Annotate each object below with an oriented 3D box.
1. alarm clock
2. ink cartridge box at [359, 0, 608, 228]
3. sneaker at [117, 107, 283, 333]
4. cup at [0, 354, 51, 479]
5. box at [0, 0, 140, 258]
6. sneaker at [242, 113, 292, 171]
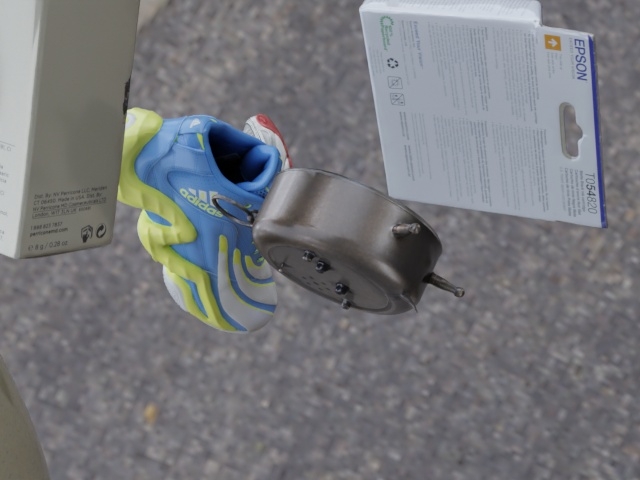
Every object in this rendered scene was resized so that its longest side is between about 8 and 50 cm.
[{"bbox_3d":[0.000,0.000,1.252,0.192,0.129,0.064,18,72,31],"label":"alarm clock"},{"bbox_3d":[0.157,-0.121,1.618,0.224,0.223,0.045,10,43,24],"label":"ink cartridge box"},{"bbox_3d":[-0.071,-0.010,1.376,0.126,0.240,0.091,-6,50,32],"label":"sneaker"},{"bbox_3d":[-0.394,0.169,1.559,0.331,0.331,0.237,6,97,52],"label":"cup"},{"bbox_3d":[-0.189,-0.134,1.162,0.113,0.094,0.275,21,108,35],"label":"box"},{"bbox_3d":[-0.092,-0.024,1.783,0.088,0.092,0.225,56,132,51],"label":"sneaker"}]
